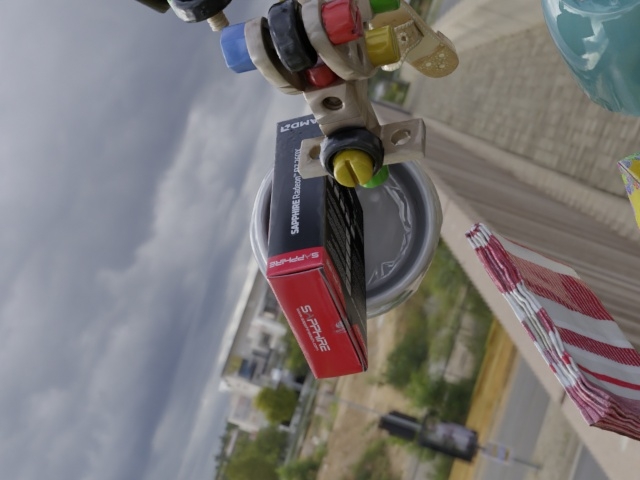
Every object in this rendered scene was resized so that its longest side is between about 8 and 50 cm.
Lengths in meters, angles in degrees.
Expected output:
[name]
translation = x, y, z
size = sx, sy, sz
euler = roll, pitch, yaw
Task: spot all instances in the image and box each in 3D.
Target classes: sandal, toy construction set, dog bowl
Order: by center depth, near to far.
[toy construction set]
translation = 0.051, -0.193, 0.945
size = 0.237, 0.309, 0.257
euler = 59, -178, -39
[sandal]
translation = 0.110, -0.264, 1.391
size = 0.088, 0.240, 0.079
euler = -37, 50, 33
[dog bowl]
translation = 0.044, -0.030, 1.765
size = 0.102, 0.349, 0.348
euler = 53, -124, -87

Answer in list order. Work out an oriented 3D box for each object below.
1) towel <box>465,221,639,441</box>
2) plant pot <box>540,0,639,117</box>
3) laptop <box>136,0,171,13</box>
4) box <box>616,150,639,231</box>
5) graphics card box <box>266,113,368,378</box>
[towel]
translation = 0.327, 0.115, 1.261
size = 0.037, 0.237, 0.329
euler = -50, 43, 22
[plant pot]
translation = 0.439, -0.346, 1.410
size = 0.235, 0.293, 0.293
euler = 24, -96, -54
[laptop]
translation = -0.252, -0.568, 1.376
size = 0.382, 0.236, 0.408
euler = -45, -16, 12
[box]
translation = 0.614, -0.017, 1.437
size = 0.177, 0.279, 0.290
euler = -102, -13, -64
[graphics card box]
translation = 0.000, 0.000, 1.576
size = 0.371, 0.094, 0.233
euler = -88, -19, -47
